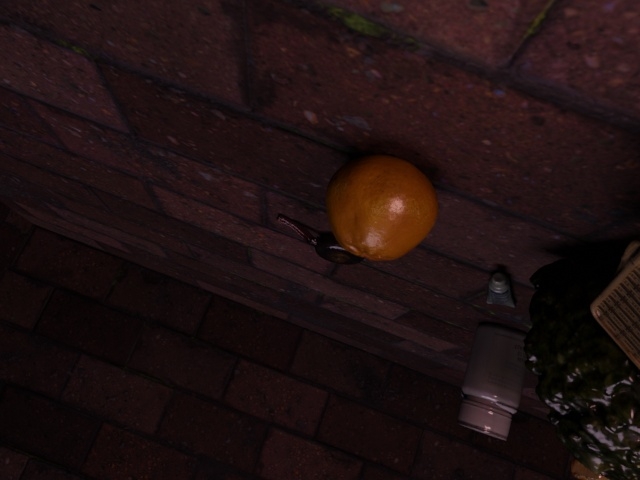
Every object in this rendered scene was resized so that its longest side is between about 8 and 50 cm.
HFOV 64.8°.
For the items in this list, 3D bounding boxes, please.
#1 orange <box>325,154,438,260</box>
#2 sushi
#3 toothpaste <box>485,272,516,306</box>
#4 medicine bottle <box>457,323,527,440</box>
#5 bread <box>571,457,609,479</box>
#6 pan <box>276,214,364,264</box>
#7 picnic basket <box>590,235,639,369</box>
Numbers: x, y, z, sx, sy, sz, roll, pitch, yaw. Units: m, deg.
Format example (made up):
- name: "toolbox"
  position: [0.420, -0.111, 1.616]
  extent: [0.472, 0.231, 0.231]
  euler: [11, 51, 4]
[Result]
- name: "orange"
  position: [0.079, -0.041, 0.692]
  extent: [0.158, 0.136, 0.159]
  euler: [20, 166, 5]
- name: "sushi"
  position: [0.460, 0.195, 0.706]
  extent: [0.351, 0.294, 0.178]
  euler: [28, 158, -16]
- name: "toothpaste"
  position: [0.348, 0.101, 0.982]
  extent: [0.061, 0.037, 0.216]
  euler: [12, 165, 25]
- name: "medicine bottle"
  position: [0.432, 0.350, 1.262]
  extent: [0.143, 0.258, 0.143]
  euler: [19, 164, 6]
- name: "bread"
  position: [0.775, 0.515, 1.336]
  extent: [0.184, 0.275, 0.114]
  euler: [26, 159, -16]
- name: "pan"
  position: [-0.001, 0.003, 1.085]
  extent: [0.211, 0.040, 0.115]
  euler: [24, 157, -12]
- name: "picnic basket"
  position: [0.392, 0.063, 0.419]
  extent: [0.228, 0.175, 0.313]
  euler: [58, 178, 25]
